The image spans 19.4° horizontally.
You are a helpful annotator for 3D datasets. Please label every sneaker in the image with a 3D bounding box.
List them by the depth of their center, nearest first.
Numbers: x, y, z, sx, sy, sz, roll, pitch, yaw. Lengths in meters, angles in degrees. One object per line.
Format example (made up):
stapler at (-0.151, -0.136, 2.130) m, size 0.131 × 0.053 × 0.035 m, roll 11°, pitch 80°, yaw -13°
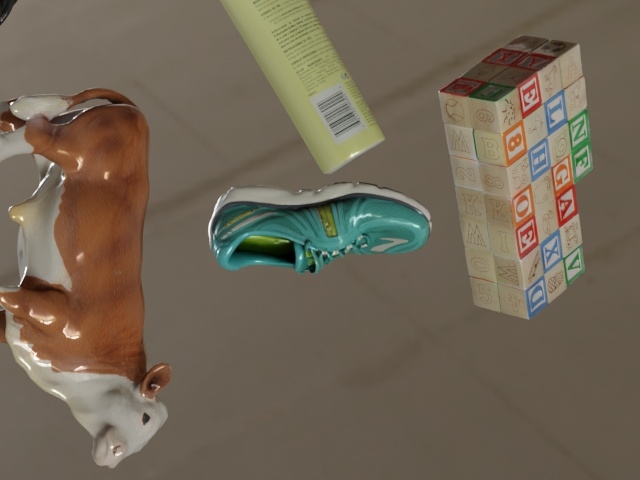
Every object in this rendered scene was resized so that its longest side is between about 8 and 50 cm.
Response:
sneaker at (0.000, 0.000, 2.302) m, size 0.275 × 0.107 × 0.110 m, roll -2°, pitch -138°, yaw 2°

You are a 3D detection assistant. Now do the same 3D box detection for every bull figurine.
bull figurine at (-0.204, 0.024, 1.470) m, size 0.188 × 0.310 × 0.101 m, roll 13°, pitch 159°, yaw -35°

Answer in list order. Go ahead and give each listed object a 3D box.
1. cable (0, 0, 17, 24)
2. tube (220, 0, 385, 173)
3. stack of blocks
cable at (-0.386, -0.240, 1.965) m, size 0.184 × 0.047 × 0.150 m, roll -24°, pitch -143°, yaw 19°
tube at (-0.030, -0.172, 1.560) m, size 0.062 × 0.240 × 0.070 m, roll -30°, pitch -178°, yaw 8°
stack of blocks at (0.248, -0.077, 2.273) m, size 0.087 × 0.297 × 0.171 m, roll 14°, pitch -143°, yaw 39°
